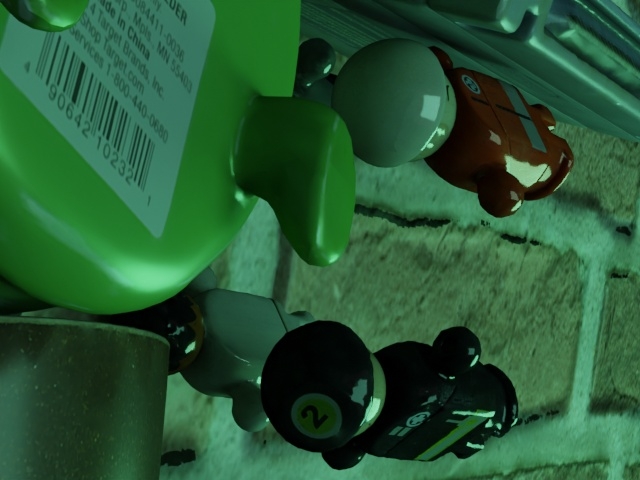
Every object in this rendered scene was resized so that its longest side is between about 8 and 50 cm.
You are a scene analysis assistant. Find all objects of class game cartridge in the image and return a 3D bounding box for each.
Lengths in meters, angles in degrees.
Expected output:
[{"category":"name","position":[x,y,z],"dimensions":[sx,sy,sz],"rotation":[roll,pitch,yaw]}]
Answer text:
[{"category":"game cartridge","position":[0.065,-0.125,0.883],"dimensions":[0.355,0.230,0.068],"rotation":[14,97,-63]}]

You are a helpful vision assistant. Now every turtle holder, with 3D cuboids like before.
[{"category":"turtle holder","position":[-0.123,-0.131,0.515],"dimensions":[0.243,0.227,0.320],"rotation":[3,81,-65]}]

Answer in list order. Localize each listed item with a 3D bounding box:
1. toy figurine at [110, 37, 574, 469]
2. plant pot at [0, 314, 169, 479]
[{"category":"toy figurine","position":[0.000,0.000,0.816],"dimensions":[0.148,0.210,0.213],"rotation":[13,91,-46]},{"category":"plant pot","position":[-0.148,0.151,0.499],"dimensions":[0.215,0.215,0.230],"rotation":[15,69,-63]}]
